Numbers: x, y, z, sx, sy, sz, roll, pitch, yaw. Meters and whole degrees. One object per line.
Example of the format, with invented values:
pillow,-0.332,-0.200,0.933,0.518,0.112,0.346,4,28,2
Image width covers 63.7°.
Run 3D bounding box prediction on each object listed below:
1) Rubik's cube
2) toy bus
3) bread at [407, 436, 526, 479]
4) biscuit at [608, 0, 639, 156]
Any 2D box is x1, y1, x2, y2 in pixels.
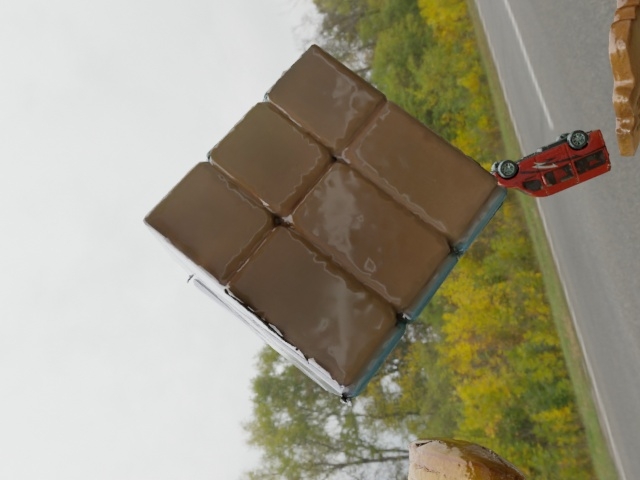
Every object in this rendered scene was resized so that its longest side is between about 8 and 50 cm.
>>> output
Rubik's cube,0.000,0.000,0.515,0.221,0.225,0.231,38,165,6
toy bus,0.397,-0.127,0.910,0.081,0.195,0.090,-42,-71,-79
bread,0.287,0.485,1.055,0.195,0.269,0.143,21,-113,-17
biscuit,0.552,-0.293,0.908,0.284,0.043,0.307,-45,-52,-43
